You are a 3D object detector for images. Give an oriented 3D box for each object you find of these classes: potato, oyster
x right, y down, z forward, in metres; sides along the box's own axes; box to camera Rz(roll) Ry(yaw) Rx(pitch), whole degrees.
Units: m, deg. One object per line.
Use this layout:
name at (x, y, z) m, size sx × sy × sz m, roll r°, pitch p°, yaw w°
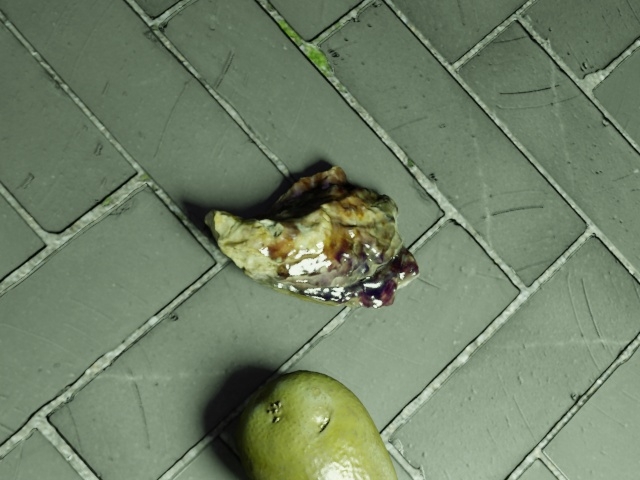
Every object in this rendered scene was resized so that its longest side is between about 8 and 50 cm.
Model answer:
potato at (0.006, 0.289, 1.712) m, size 0.174 × 0.159 × 0.251 m, roll -41°, pitch 97°, yaw -2°
oyster at (0.005, -0.005, 1.845) m, size 0.275 × 0.100 × 0.271 m, roll 41°, pitch 49°, yaw 4°
